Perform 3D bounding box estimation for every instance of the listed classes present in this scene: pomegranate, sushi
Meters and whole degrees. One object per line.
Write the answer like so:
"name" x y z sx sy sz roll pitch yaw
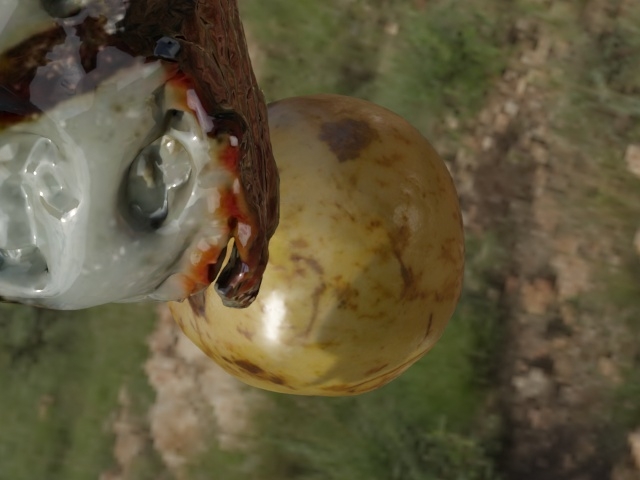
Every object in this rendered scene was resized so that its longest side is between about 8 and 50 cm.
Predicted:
"pomegranate" 0.000 0.000 1.168 0.215 0.215 0.215 -28 55 51
"sushi" -0.096 -0.086 0.564 0.124 0.130 0.332 -95 -6 -52
